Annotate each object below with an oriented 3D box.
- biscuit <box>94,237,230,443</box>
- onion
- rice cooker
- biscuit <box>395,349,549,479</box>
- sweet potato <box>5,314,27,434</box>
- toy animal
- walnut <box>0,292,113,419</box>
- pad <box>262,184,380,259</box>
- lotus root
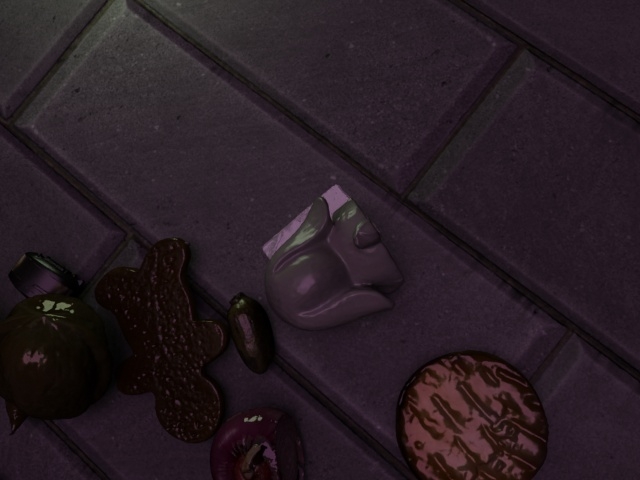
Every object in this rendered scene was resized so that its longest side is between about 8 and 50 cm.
[{"bbox_3d":[-0.329,0.231,1.382,0.282,0.064,0.432,-28,80,10],"label":"biscuit"},{"bbox_3d":[-0.134,0.446,1.271,0.200,0.201,0.208,-22,110,4],"label":"onion"},{"bbox_3d":[-0.616,0.097,1.422,0.165,0.112,0.107,28,80,4],"label":"rice cooker"},{"bbox_3d":[0.295,0.366,1.250,0.296,0.102,0.297,-2,82,12],"label":"biscuit"},{"bbox_3d":[-0.673,0.296,1.422,0.074,0.075,0.270,-16,69,6],"label":"sweet potato"},{"bbox_3d":[0.008,0.062,1.286,0.264,0.206,0.272,-30,83,-2],"label":"toy animal"},{"bbox_3d":[-0.560,0.248,1.310,0.282,0.283,0.228,-10,39,7],"label":"walnut"},{"bbox_3d":[0.000,0.000,1.402,0.232,0.004,0.156,-40,77,0],"label":"pad"},{"bbox_3d":[-0.145,0.196,1.349,0.080,0.089,0.180,-25,84,34],"label":"lotus root"}]
